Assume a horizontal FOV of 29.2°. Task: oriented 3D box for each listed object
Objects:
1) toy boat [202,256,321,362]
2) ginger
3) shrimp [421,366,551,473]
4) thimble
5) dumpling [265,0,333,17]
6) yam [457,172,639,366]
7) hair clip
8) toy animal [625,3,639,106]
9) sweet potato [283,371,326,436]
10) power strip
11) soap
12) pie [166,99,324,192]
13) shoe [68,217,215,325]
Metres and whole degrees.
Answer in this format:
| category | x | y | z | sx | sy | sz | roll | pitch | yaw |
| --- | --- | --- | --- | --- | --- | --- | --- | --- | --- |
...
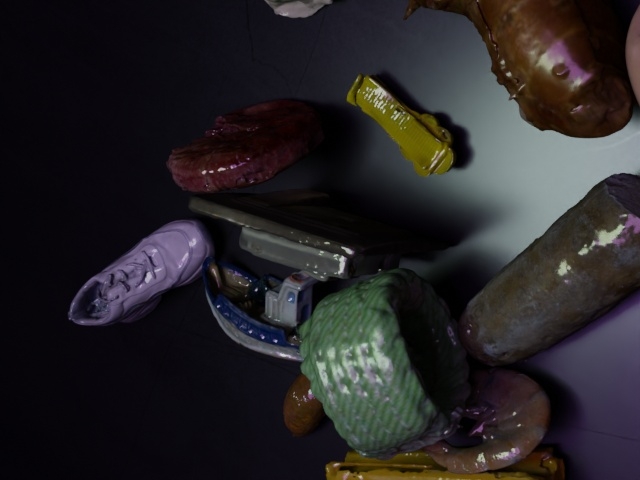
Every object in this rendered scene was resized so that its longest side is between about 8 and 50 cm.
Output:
| category | x | y | z | sx | sy | sz | roll | pitch | yaw |
| --- | --- | --- | --- | --- | --- | --- | --- | --- | --- |
| toy boat | -0.068 | 0.083 | 1.687 | 0.262 | 0.114 | 0.115 | 18 | 118 | 38 |
| ginger | 0.213 | -0.284 | 1.422 | 0.254 | 0.176 | 0.418 | -31 | 74 | 33 |
| shrimp | 0.179 | 0.230 | 1.567 | 0.254 | 0.059 | 0.145 | -1 | 61 | 36 |
| thimble | 0.081 | 0.153 | 1.508 | 0.150 | 0.219 | 0.219 | -24 | 84 | 26 |
| dumpling | -0.063 | -0.362 | 1.637 | 0.188 | 0.108 | 0.127 | 37 | 140 | 4 |
| yam | 0.292 | 0.042 | 1.455 | 0.330 | 0.133 | 0.133 | -42 | 75 | 34 |
| hair clip | 0.108 | -0.145 | 1.585 | 0.173 | 0.046 | 0.072 | 41 | 119 | 23 |
| toy animal | 0.431 | -0.177 | 1.294 | 0.256 | 0.213 | 0.195 | 52 | 171 | -26 |
| sweet potato | -0.001 | 0.195 | 1.697 | 0.068 | 0.068 | 0.226 | 39 | 115 | 22 |
| power strip | -0.002 | 0.001 | 1.550 | 0.251 | 0.257 | 0.092 | 23 | 104 | 29 |
| soap | 0.162 | 0.376 | 1.599 | 0.324 | 0.096 | 0.204 | -5 | 95 | 33 |
| pie | -0.098 | -0.126 | 1.628 | 0.204 | 0.218 | 0.054 | 6 | 122 | 43 |
| shoe | -0.264 | 0.052 | 1.800 | 0.245 | 0.137 | 0.095 | -37 | 81 | 31 |
